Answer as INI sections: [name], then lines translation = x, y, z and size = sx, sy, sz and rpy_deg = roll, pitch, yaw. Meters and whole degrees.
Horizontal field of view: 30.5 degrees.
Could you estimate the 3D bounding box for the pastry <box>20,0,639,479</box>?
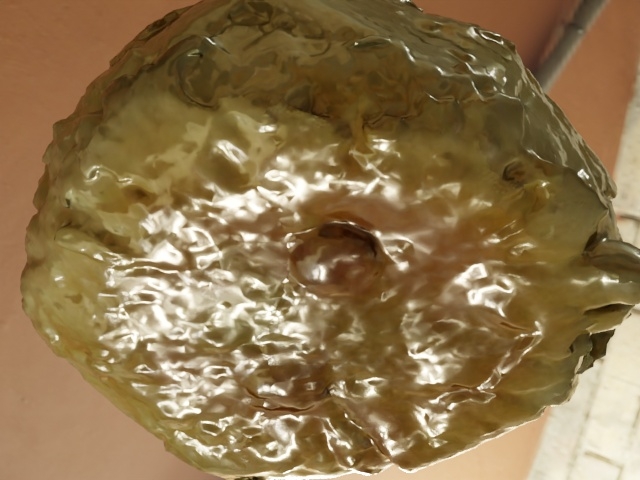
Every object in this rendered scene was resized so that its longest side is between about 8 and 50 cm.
[pastry]
translation = 0.000, 0.000, 0.623
size = 0.136, 0.330, 0.329
rpy_deg = -87, -26, -48
